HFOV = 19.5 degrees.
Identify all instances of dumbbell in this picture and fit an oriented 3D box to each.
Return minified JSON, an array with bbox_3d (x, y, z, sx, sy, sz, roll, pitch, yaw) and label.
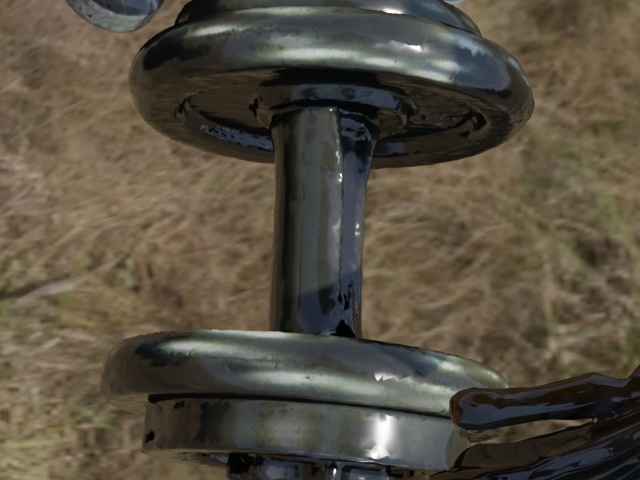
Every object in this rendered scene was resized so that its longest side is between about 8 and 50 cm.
[{"bbox_3d":[0.000,0.000,0.847,0.192,0.192,0.290,10,76,-28],"label":"dumbbell"}]

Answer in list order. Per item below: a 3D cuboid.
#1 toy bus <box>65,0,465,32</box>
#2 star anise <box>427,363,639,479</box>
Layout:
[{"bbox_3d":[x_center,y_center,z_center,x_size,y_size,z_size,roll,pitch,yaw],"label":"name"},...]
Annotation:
[{"bbox_3d":[-0.013,-0.212,0.993,0.329,0.143,0.153,-8,65,-36],"label":"toy bus"},{"bbox_3d":[0.159,0.035,0.401,0.237,0.346,0.148,42,49,-26],"label":"star anise"}]
